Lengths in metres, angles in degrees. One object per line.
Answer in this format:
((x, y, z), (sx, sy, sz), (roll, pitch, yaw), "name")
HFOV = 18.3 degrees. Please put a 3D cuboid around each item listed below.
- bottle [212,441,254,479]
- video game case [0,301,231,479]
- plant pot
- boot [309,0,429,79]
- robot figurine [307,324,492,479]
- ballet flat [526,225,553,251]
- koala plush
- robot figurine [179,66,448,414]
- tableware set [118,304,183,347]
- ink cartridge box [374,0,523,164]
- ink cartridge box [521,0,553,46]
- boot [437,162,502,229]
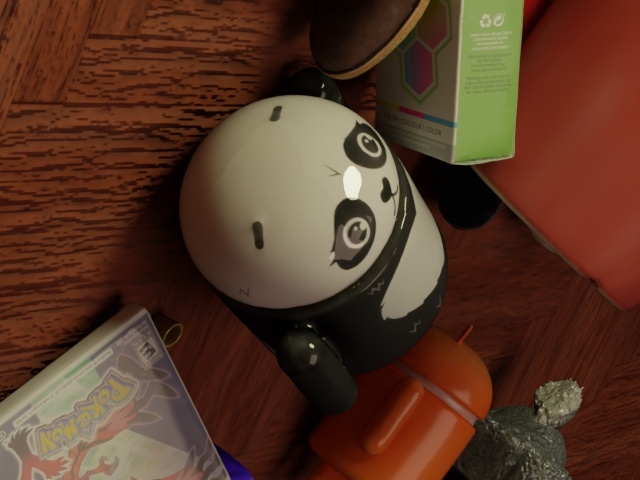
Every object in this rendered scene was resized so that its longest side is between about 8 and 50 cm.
((-0.161, 0.297, 1.647), (0.118, 0.092, 0.283), (10, 111, -55), "bottle")
((-0.175, 0.175, 1.485), (0.201, 0.023, 0.183), (-39, 124, -25), "video game case")
((0.261, -0.093, 1.582), (0.243, 0.275, 0.275), (-46, 153, 7), "plant pot")
((0.008, -0.242, 1.386), (0.207, 0.090, 0.248), (12, 111, -48), "boot")
((0.075, 0.169, 1.854), (0.219, 0.128, 0.158), (-53, 131, -3), "robot figurine")
((0.360, -0.132, 1.908), (0.400, 0.139, 0.139), (-40, 160, 24), "ballet flat")
((0.193, 0.240, 2.074), (0.221, 0.203, 0.196), (-24, 140, -64), "koala plush")
((0.002, 0.002, 1.504), (0.173, 0.209, 0.278), (-41, 151, -2), "robot figurine")
((-0.159, 0.124, 1.542), (0.154, 0.024, 0.104), (-59, 153, 4), "tableware set")
((0.098, -0.171, 1.506), (0.062, 0.109, 0.209), (-7, 108, -32), "ink cartridge box")
((0.195, -0.237, 1.661), (0.231, 0.078, 0.134), (-45, 150, -19), "ink cartridge box")
((0.168, -0.107, 1.792), (0.219, 0.082, 0.106), (-59, 174, -3), "boot")
